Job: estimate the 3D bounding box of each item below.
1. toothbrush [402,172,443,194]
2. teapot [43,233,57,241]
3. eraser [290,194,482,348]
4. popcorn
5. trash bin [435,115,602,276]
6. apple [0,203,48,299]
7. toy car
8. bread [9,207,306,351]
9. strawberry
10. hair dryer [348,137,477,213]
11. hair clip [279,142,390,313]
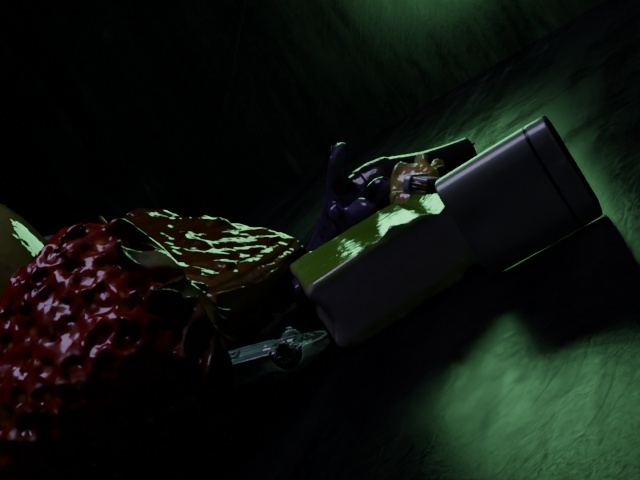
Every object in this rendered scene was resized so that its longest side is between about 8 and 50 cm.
[{"bbox_3d":[0.182,-0.070,1.829,0.030,0.025,0.342,10,9,29],"label":"toothbrush"},{"bbox_3d":[-0.432,0.144,2.672,0.300,0.253,0.344,2,-16,-27],"label":"teapot"},{"bbox_3d":[0.076,0.021,1.819,0.210,0.092,0.274,-31,5,-4],"label":"eraser"},{"bbox_3d":[0.131,-0.051,2.018,0.089,0.109,0.097,-31,-29,7],"label":"popcorn"},{"bbox_3d":[0.199,-0.044,1.620,0.130,0.116,0.059,-31,5,16],"label":"trash bin"},{"bbox_3d":[-0.513,0.150,2.100,0.473,0.474,0.473,-31,7,4],"label":"apple"},{"bbox_3d":[-0.077,0.141,1.753,0.186,0.058,0.093,-15,5,6],"label":"toy car"},{"bbox_3d":[-0.186,0.080,1.952,0.277,0.167,0.324,9,19,20],"label":"bread"},{"bbox_3d":[-0.252,0.145,1.592,0.343,0.292,0.292,-33,7,0],"label":"strawberry"},{"bbox_3d":[0.156,-0.074,2.330,0.235,0.091,0.271,-23,17,-12],"label":"hair dryer"},{"bbox_3d":[0.013,0.005,2.095,0.137,0.090,0.278,-46,-18,-46],"label":"hair clip"}]
